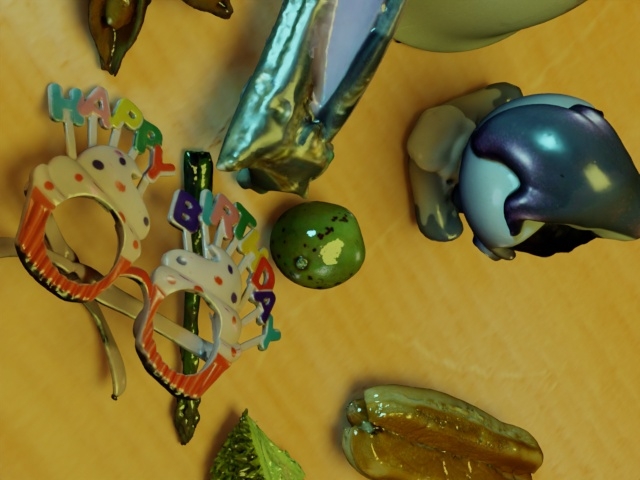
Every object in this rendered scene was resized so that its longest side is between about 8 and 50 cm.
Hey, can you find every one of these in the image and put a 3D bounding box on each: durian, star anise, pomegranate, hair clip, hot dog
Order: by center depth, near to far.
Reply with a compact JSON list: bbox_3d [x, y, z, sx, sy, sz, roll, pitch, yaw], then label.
[{"bbox_3d":[-0.119,-0.189,1.129,0.212,0.053,0.157,-28,121,-31],"label":"star anise"},{"bbox_3d":[0.008,-0.197,1.186,0.095,0.110,0.359,13,100,-28],"label":"hair clip"},{"bbox_3d":[-0.004,0.001,1.292,0.073,0.084,0.073,-2,104,-9],"label":"pomegranate"},{"bbox_3d":[-0.024,0.230,1.347,0.100,0.086,0.215,-55,130,-29],"label":"durian"},{"bbox_3d":[0.109,0.181,1.446,0.235,0.062,0.092,28,87,-39],"label":"hot dog"}]

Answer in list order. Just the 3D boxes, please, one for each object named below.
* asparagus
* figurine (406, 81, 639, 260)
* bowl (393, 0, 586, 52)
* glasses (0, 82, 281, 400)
[{"bbox_3d":[-0.095,0.047,1.256,0.022,0.023,0.233,6,106,5],"label":"asparagus"},{"bbox_3d":[0.158,-0.060,1.297,0.145,0.222,0.145,-10,107,-35],"label":"figurine"},{"bbox_3d":[0.168,-0.295,1.262,0.345,0.157,0.346,-15,115,-36],"label":"bowl"},{"bbox_3d":[-0.128,0.010,1.186,0.255,0.095,0.162,47,57,-29],"label":"glasses"}]
